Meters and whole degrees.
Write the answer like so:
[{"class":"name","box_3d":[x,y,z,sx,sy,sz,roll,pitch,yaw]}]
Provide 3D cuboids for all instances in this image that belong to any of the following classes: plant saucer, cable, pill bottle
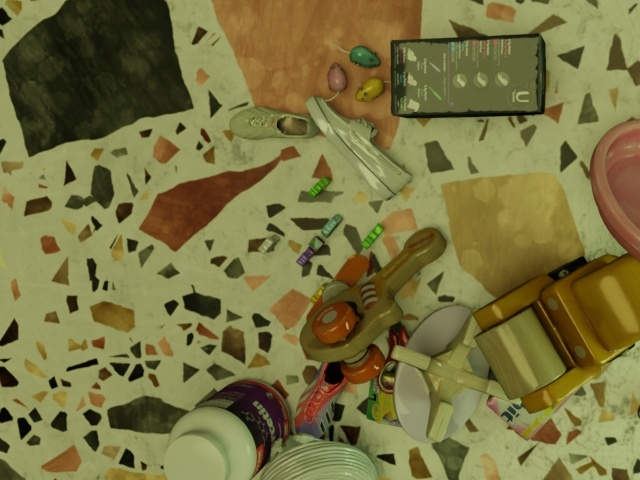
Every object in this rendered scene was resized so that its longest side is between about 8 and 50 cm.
[{"class":"plant saucer","box_3d":[0.611,-0.062,1.654,0.332,0.332,0.084,37,142,9]},{"class":"cable","box_3d":[-0.005,0.513,1.918,0.257,0.089,0.257,11,118,-23]},{"class":"pill bottle","box_3d":[-0.187,0.399,1.902,0.182,0.323,0.181,2,98,16]}]

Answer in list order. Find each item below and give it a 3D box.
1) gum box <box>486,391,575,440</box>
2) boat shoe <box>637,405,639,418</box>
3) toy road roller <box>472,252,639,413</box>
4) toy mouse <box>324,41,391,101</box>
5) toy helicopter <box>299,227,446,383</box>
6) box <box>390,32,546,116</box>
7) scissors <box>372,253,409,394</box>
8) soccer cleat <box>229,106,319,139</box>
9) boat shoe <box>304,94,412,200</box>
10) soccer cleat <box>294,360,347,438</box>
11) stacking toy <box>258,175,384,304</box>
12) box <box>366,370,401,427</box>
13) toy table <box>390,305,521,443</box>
[{"class":"gum box","box_3d":[0.418,0.288,1.849,0.107,0.062,0.188,42,105,8]},{"class":"boat shoe","box_3d":[0.660,0.304,1.792,0.137,0.043,0.049,-30,90,19]},{"class":"toy road roller","box_3d":[0.459,0.138,1.676,0.202,0.330,0.240,61,148,6]},{"class":"toy mouse","box_3d":[0.063,-0.337,1.868,0.161,0.031,0.143,-27,80,-9]},{"class":"toy helicopter","box_3d":[0.100,0.100,1.847,0.355,0.235,0.140,-42,116,-15]},{"class":"box","box_3d":[0.276,-0.300,1.766,0.271,0.165,0.143,1,96,17]},{"class":"scissors","box_3d":[0.161,0.171,1.915,0.109,0.021,0.296,-4,83,15]},{"class":"soccer cleat","box_3d":[-0.098,-0.236,1.929,0.196,0.076,0.068,4,98,16]},{"class":"boat shoe","box_3d":[0.077,-0.199,1.884,0.084,0.095,0.258,-41,95,13]},{"class":"soccer cleat","box_3d":[0.007,0.312,1.955,0.083,0.095,0.248,31,104,11]},{"class":"stacking toy","box_3d":[0.000,0.000,1.946,0.167,0.052,0.221,43,104,6]},{"class":"box","box_3d":[0.186,0.329,1.933,0.179,0.043,0.105,8,99,13]},{"class":"toy table","box_3d":[0.245,0.256,1.807,0.252,0.161,0.274,10,84,-3]}]
